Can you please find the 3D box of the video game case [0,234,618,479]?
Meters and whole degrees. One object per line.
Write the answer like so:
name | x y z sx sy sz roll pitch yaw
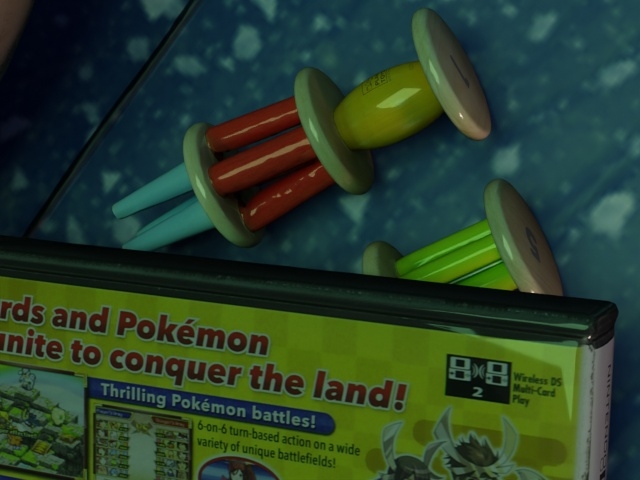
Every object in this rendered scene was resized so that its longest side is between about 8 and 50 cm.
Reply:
video game case | -0.036 0.131 0.559 0.274 0.035 0.248 6 100 24

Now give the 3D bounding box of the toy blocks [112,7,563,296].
toy blocks | 0.000 0.000 0.577 0.148 0.054 0.123 -25 77 20

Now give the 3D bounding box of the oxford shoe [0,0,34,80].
oxford shoe | -0.218 -0.020 0.640 0.140 0.146 0.397 46 120 2
